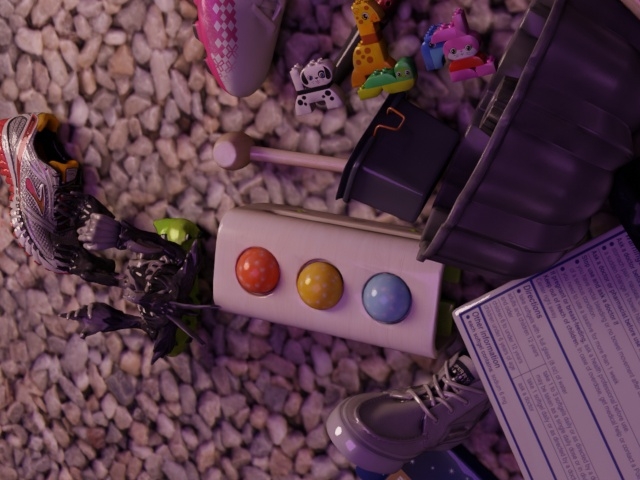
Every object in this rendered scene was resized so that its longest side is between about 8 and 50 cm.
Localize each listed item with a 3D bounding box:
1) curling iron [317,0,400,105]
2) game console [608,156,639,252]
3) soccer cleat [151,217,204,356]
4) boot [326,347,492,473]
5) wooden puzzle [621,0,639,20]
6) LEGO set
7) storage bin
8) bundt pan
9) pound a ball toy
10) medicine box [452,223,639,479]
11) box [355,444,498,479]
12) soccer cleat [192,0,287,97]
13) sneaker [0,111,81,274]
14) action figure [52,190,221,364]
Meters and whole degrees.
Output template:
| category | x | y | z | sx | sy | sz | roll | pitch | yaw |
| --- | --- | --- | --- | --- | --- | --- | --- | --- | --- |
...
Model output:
| category | x | y | z | sx | sy | sz | roll | pitch | yaw |
| --- | --- | --- | --- | --- | --- | --- | --- | --- | --- |
| curling iron | 0.079 | -0.252 | 1.132 | 0.274 | 0.035 | 0.068 | -45 | 80 | 24 |
| game console | 0.421 | -0.108 | 0.887 | 0.361 | 0.044 | 0.213 | -28 | 59 | 5 |
| soccer cleat | -0.191 | 0.059 | 1.305 | 0.072 | 0.060 | 0.179 | 10 | 97 | 33 |
| boot | 0.114 | 0.165 | 1.072 | 0.095 | 0.258 | 0.123 | 49 | 112 | 23 |
| wooden puzzle | 0.325 | -0.351 | 0.859 | 0.348 | 0.080 | 0.322 | -38 | 79 | -18 |
| LEGO set | 0.073 | -0.213 | 1.091 | 0.227 | 0.087 | 0.093 | -10 | 116 | 24 |
| storage bin | 0.090 | -0.091 | 1.102 | 0.091 | 0.135 | 0.098 | 27 | 146 | 7 |
| bundt pan | 0.215 | -0.106 | 0.953 | 0.124 | 0.331 | 0.331 | 24 | 109 | 1 |
| pound a ball toy | 0.000 | 0.000 | 1.158 | 0.319 | 0.135 | 0.208 | 11 | 104 | 22 |
| medicine box | 0.322 | 0.129 | 0.990 | 0.289 | 0.149 | 0.264 | -30 | 70 | 26 |
| box | 0.150 | 0.315 | 1.200 | 0.225 | 0.036 | 0.136 | 44 | 114 | 13 |
| soccer cleat | -0.064 | -0.327 | 1.140 | 0.143 | 0.116 | 0.331 | 4 | 100 | 25 |
| sneaker | -0.361 | -0.063 | 1.343 | 0.092 | 0.088 | 0.225 | -17 | 94 | 21 |
| action figure | -0.241 | 0.045 | 1.221 | 0.275 | 0.141 | 0.164 | 30 | 108 | 45 |
